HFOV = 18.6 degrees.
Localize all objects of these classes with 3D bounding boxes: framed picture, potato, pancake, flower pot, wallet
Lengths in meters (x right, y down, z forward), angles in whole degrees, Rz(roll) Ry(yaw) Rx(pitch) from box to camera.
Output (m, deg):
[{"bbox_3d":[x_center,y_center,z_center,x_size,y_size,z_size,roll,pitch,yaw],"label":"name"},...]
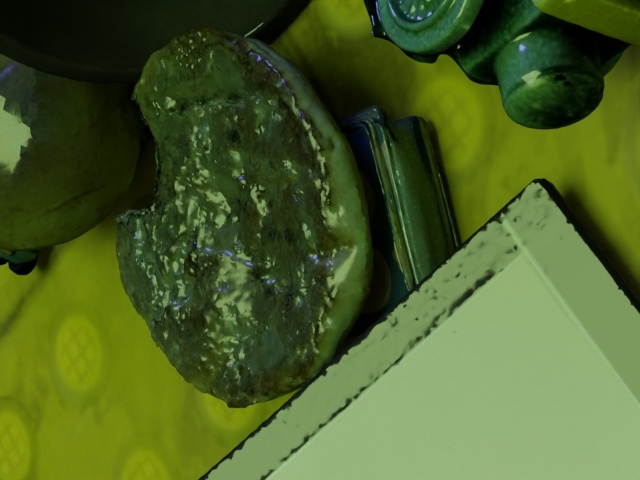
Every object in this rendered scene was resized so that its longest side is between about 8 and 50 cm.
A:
[{"bbox_3d":[0.078,0.168,1.151,0.347,0.016,0.265,-43,65,17],"label":"framed picture"},{"bbox_3d":[-0.209,-0.116,1.446,0.169,0.143,0.248,-8,79,8],"label":"potato"},{"bbox_3d":[-0.054,-0.012,1.272,0.253,0.037,0.254,9,103,46],"label":"pancake"},{"bbox_3d":[-0.133,-0.249,1.312,0.269,0.269,0.166,-48,38,36],"label":"flower pot"},{"bbox_3d":[0.001,0.000,1.284,0.202,0.059,0.141,-20,82,46],"label":"wallet"}]

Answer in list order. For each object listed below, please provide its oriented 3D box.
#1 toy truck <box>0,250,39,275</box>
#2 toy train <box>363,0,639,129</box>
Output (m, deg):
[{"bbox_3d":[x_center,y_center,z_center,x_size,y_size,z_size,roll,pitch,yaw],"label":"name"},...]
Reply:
[{"bbox_3d":[-0.271,-0.023,1.573,0.136,0.063,0.074,18,85,47],"label":"toy truck"},{"bbox_3d":[0.126,-0.244,1.044,0.237,0.150,0.369,-37,53,40],"label":"toy train"}]
